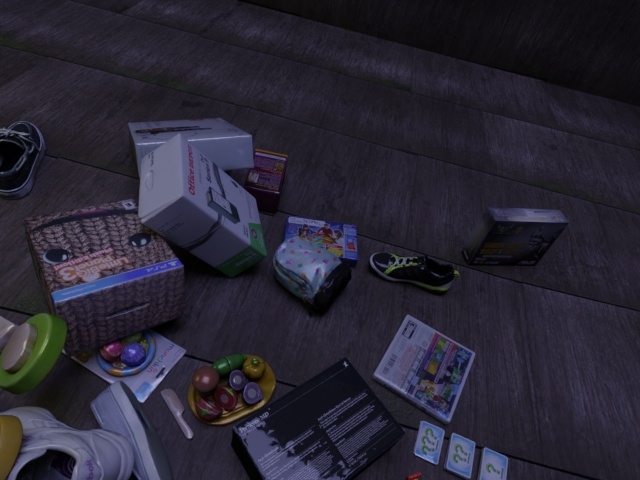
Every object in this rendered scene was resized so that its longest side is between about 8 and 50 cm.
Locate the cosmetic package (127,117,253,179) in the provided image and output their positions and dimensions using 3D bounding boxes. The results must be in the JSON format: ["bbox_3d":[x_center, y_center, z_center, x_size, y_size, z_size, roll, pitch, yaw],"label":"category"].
[{"bbox_3d":[-0.377,-0.271,1.253,0.284,0.097,0.377,-8,24,-23],"label":"cosmetic package"}]

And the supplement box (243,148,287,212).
[{"bbox_3d":[-0.162,-0.179,1.325,0.104,0.081,0.188,10,45,-4],"label":"supplement box"}]

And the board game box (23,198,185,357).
[{"bbox_3d":[-0.453,0.059,0.939,0.232,0.141,0.291,-18,43,-35],"label":"board game box"}]

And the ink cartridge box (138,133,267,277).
[{"bbox_3d":[-0.270,-0.074,1.049,0.121,0.289,0.211,-29,51,16],"label":"ink cartridge box"}]

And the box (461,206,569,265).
[{"bbox_3d":[0.545,-0.007,1.262,0.231,0.183,0.056,1,47,-13],"label":"box"}]

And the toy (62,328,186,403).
[{"bbox_3d":[-0.415,0.208,0.913,0.237,0.056,0.137,26,47,11],"label":"toy"}]

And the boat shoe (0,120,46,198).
[{"bbox_3d":[-0.834,-0.250,1.214,0.113,0.105,0.306,-1,48,-15],"label":"boat shoe"}]

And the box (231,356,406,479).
[{"bbox_3d":[-0.006,0.367,0.827,0.261,0.103,0.184,-23,59,-30],"label":"box"}]

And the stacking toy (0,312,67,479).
[{"bbox_3d":[-0.562,0.221,0.687,0.309,0.130,0.279,-4,56,33],"label":"stacking toy"}]

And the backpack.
[{"bbox_3d":[-0.029,0.074,1.094,0.182,0.115,0.152,30,50,19],"label":"backpack"}]

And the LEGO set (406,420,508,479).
[{"bbox_3d":[0.248,0.470,0.824,0.182,0.060,0.244,21,46,12],"label":"LEGO set"}]

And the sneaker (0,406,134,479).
[{"bbox_3d":[-0.454,0.327,0.691,0.305,0.152,0.114,2,75,11],"label":"sneaker"}]

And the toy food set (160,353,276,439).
[{"bbox_3d":[-0.190,0.287,0.880,0.218,0.071,0.128,-19,54,-28],"label":"toy food set"}]

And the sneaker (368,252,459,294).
[{"bbox_3d":[0.248,0.064,1.181,0.235,0.097,0.084,16,45,2],"label":"sneaker"}]

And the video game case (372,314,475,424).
[{"bbox_3d":[0.240,0.286,1.021,0.183,0.023,0.201,29,46,14],"label":"video game case"}]

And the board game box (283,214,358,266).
[{"bbox_3d":[0.000,0.000,1.226,0.201,0.035,0.136,8,46,-6],"label":"board game box"}]

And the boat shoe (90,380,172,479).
[{"bbox_3d":[-0.337,0.359,0.784,0.081,0.079,0.227,-34,62,-14],"label":"boat shoe"}]
